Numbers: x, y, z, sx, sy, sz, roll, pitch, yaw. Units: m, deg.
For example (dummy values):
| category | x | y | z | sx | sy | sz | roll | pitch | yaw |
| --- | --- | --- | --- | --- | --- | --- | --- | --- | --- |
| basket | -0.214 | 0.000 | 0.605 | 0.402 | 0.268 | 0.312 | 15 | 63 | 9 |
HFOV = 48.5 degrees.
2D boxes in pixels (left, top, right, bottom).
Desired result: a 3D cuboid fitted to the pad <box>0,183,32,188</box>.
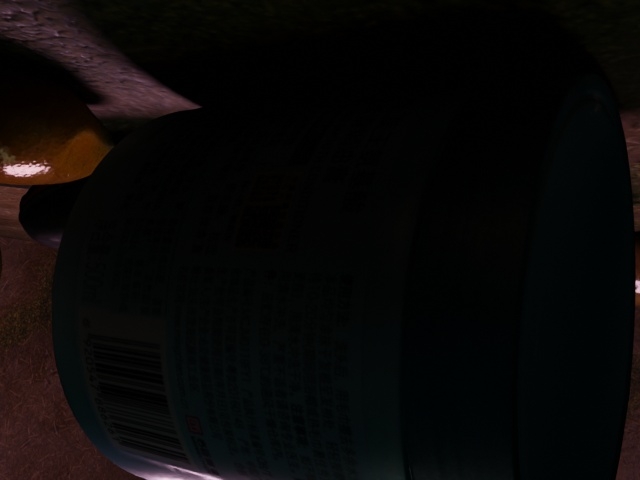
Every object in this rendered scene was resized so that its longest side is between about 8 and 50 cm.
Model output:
| category | x | y | z | sx | sy | sz | roll | pitch | yaw |
| --- | --- | --- | --- | --- | --- | --- | --- | --- | --- |
| pad | -0.500 | -0.074 | 1.055 | 0.376 | 0.063 | 0.315 | 5 | 174 | -12 |

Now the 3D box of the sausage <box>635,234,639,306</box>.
| category | x | y | z | sx | sy | sz | roll | pitch | yaw |
| --- | --- | --- | --- | --- | --- | --- | --- | --- | --- |
| sausage | 0.584 | 0.047 | 1.115 | 0.136 | 0.123 | 0.501 | 2 | 176 | -32 |

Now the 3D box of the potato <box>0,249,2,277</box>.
| category | x | y | z | sx | sy | sz | roll | pitch | yaw |
| --- | --- | --- | --- | --- | --- | --- | --- | --- | --- |
| potato | -0.334 | -0.035 | 0.422 | 0.218 | 0.202 | 0.351 | -11 | 154 | 12 |

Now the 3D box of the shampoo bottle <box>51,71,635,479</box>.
| category | x | y | z | sx | sy | sz | roll | pitch | yaw |
| --- | --- | --- | --- | --- | --- | --- | --- | --- | --- |
| shampoo bottle | 0.030 | 0.052 | 0.540 | 0.343 | 0.330 | 0.331 | 2 | 174 | 32 |

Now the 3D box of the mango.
| category | x | y | z | sx | sy | sz | roll | pitch | yaw |
| --- | --- | --- | --- | --- | --- | --- | --- | --- | --- |
| mango | -0.244 | -0.089 | 0.583 | 0.115 | 0.089 | 0.165 | -5 | 177 | 3 |

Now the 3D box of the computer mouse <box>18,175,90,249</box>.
| category | x | y | z | sx | sy | sz | roll | pitch | yaw |
| --- | --- | --- | --- | --- | --- | --- | --- | --- | --- |
| computer mouse | -0.194 | -0.047 | 0.803 | 0.324 | 0.116 | 0.183 | -2 | 173 | 22 |
